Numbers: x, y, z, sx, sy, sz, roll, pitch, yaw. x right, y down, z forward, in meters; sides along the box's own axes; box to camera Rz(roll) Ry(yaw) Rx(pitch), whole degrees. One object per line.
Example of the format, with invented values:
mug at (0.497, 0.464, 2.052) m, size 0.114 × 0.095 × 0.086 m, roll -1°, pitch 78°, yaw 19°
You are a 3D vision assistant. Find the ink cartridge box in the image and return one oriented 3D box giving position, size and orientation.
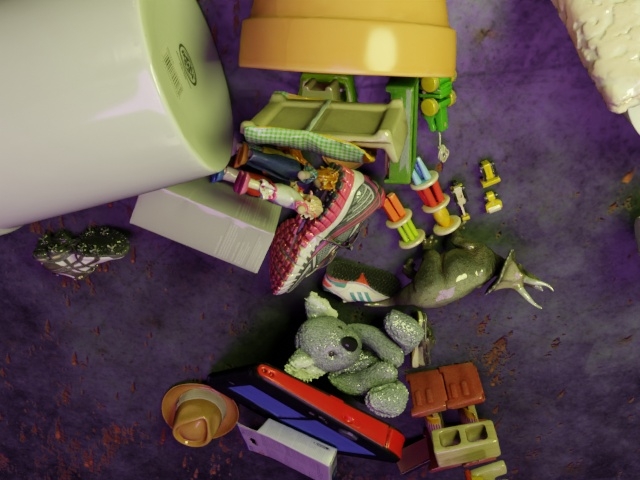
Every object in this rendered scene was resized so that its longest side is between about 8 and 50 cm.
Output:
ink cartridge box at (-0.070, 0.468, 1.400) m, size 0.224 × 0.045 × 0.223 m, roll 20°, pitch 150°, yaw 13°

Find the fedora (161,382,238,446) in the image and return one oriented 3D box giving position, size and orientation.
fedora at (-0.284, 0.414, 1.430) m, size 0.194 × 0.079 × 0.194 m, roll 2°, pitch 123°, yaw 4°

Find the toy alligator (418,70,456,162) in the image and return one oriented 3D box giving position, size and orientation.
toy alligator at (0.179, -0.216, 0.992) m, size 0.051 × 0.056 × 0.189 m, roll 27°, pitch 136°, yaw 40°

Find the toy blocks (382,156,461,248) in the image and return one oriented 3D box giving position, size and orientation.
toy blocks at (0.160, -0.068, 1.086) m, size 0.123 × 0.054 × 0.148 m, roll -22°, pitch 117°, yaw 21°

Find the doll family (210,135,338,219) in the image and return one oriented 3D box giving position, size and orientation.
doll family at (-0.062, -0.114, 0.999) m, size 0.163 × 0.263 × 0.118 m, roll 16°, pitch 96°, yaw -24°

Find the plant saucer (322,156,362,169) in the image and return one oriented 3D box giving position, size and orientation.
plant saucer at (0.041, -0.156, 1.064) m, size 0.084 × 0.013 × 0.083 m, roll 3°, pitch 123°, yaw 4°

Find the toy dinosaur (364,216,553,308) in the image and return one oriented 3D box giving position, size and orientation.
toy dinosaur at (0.222, 0.057, 1.090) m, size 0.314 × 0.160 × 0.121 m, roll -14°, pitch 120°, yaw 4°

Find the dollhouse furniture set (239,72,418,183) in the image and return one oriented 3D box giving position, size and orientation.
dollhouse furniture set at (0.028, -0.133, 0.891) m, size 0.198 × 0.301 × 0.151 m, roll 6°, pitch 119°, yaw 12°

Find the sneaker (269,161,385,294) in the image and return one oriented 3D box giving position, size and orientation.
sneaker at (0.000, 0.000, 1.112) m, size 0.112 × 0.120 × 0.299 m, roll 17°, pitch 131°, yaw -30°

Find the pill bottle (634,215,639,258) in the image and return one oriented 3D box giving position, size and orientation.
pill bottle at (0.668, -0.012, 0.969) m, size 0.302 × 0.169 × 0.169 m, roll -14°, pitch 121°, yaw 16°

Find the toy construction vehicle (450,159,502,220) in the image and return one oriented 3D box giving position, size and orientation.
toy construction vehicle at (0.270, -0.087, 1.080) m, size 0.086 × 0.035 × 0.098 m, roll -24°, pitch 121°, yaw 7°

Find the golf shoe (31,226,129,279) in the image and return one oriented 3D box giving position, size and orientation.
golf shoe at (-0.451, 0.029, 1.206) m, size 0.198 × 0.077 × 0.093 m, roll -1°, pitch 134°, yaw 14°

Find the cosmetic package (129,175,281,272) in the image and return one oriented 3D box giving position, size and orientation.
cosmetic package at (-0.195, -0.052, 1.089) m, size 0.238 × 0.127 × 0.107 m, roll 22°, pitch 123°, yaw -6°

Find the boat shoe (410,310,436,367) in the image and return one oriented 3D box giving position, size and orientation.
boat shoe at (0.209, 0.199, 1.260) m, size 0.049 × 0.056 × 0.152 m, roll -2°, pitch 133°, yaw 1°

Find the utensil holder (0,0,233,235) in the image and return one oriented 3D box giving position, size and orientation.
utensil holder at (-0.359, -0.202, 0.897) m, size 0.386 × 0.327 × 0.327 m, roll -13°, pitch 121°, yaw 10°

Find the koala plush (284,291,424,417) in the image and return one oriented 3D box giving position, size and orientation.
koala plush at (0.042, 0.213, 1.186) m, size 0.221 × 0.196 × 0.203 m, roll 24°, pitch 160°, yaw -25°

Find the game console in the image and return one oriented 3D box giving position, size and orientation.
game console at (-0.044, 0.351, 1.261) m, size 0.342 × 0.060 × 0.386 m, roll 29°, pitch 156°, yaw -15°

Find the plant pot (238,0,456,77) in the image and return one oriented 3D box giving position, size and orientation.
plant pot at (0.040, -0.324, 0.813) m, size 0.291 × 0.291 × 0.203 m, roll 4°, pitch 108°, yaw 3°

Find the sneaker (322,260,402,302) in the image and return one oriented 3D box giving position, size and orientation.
sneaker at (0.079, 0.093, 1.207) m, size 0.161 × 0.057 × 0.075 m, roll 17°, pitch 140°, yaw -7°

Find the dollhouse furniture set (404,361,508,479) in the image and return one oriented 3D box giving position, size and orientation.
dollhouse furniture set at (0.278, 0.440, 1.220) m, size 0.152 × 0.374 × 0.201 m, roll -14°, pitch 119°, yaw 9°

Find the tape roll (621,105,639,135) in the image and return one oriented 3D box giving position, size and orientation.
tape roll at (0.522, -0.257, 0.858) m, size 0.246 × 0.169 × 0.246 m, roll 3°, pitch 123°, yaw 5°

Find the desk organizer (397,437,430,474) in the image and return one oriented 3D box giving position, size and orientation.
desk organizer at (0.238, 0.494, 1.448) m, size 0.130 × 0.050 × 0.047 m, roll -28°, pitch 151°, yaw 5°

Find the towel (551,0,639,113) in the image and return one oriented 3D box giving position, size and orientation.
towel at (0.436, -0.341, 0.732) m, size 0.317 × 0.331 × 0.053 m, roll -21°, pitch 150°, yaw 17°
